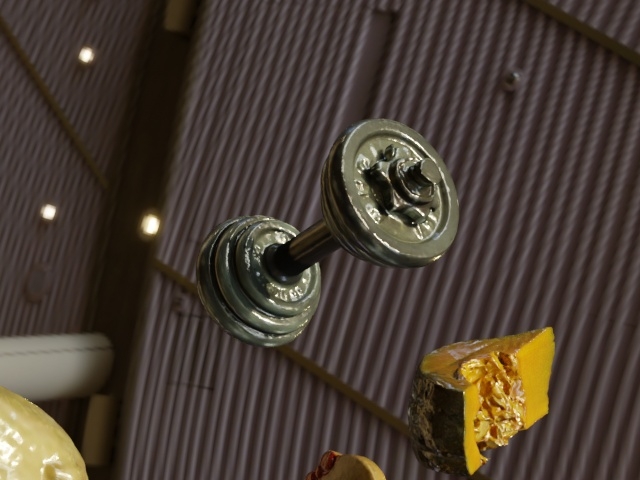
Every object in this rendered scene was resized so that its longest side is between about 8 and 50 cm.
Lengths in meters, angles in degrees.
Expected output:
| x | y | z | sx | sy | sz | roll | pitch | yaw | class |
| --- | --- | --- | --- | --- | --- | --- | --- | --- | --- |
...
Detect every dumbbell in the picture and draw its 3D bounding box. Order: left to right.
| x | y | z | sx | sy | sz | roll | pitch | yaw | class |
| --- | --- | --- | --- | --- | --- | --- | --- | --- | --- |
| 0.000 | 0.000 | 1.317 | 0.406 | 0.179 | 0.179 | -32 | -123 | 47 | dumbbell |

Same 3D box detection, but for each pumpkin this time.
| x | y | z | sx | sy | sz | roll | pitch | yaw | class |
| --- | --- | --- | --- | --- | --- | --- | --- | --- | --- |
| 0.200 | 0.200 | 1.452 | 0.126 | 0.248 | 0.131 | -2 | -79 | 42 | pumpkin |

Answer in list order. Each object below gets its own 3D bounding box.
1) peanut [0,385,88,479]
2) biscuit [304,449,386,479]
| x | y | z | sx | sy | sz | roll | pitch | yaw | class |
| --- | --- | --- | --- | --- | --- | --- | --- | --- | --- |
| -0.343 | 0.154 | 0.910 | 0.147 | 0.319 | 0.147 | -55 | -160 | 31 | peanut |
| 0.028 | 0.326 | 1.186 | 0.166 | 0.036 | 0.225 | -34 | -132 | 43 | biscuit |
